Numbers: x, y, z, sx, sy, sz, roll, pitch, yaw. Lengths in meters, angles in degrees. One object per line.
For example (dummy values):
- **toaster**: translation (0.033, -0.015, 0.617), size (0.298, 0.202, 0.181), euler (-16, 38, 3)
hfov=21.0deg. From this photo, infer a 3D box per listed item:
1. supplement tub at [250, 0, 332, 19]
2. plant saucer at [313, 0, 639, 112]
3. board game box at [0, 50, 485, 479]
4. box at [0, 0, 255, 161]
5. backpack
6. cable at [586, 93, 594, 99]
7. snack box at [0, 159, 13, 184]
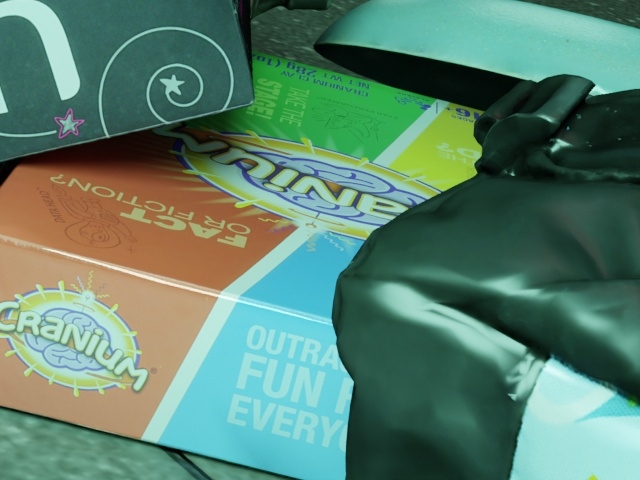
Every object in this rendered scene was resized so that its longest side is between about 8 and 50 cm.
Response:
- **supplement tub**: translation (-0.091, -0.147, 0.806), size (0.198, 0.106, 0.106), euler (3, 22, -5)
- **plant saucer**: translation (0.154, -0.079, 0.929), size (0.318, 0.043, 0.317), euler (16, 0, 0)
- **board game box**: translation (0.000, 0.000, 0.729), size (0.242, 0.064, 0.316), euler (14, 20, -2)
- **box**: translation (-0.158, -0.108, 0.672), size (0.247, 0.142, 0.163), euler (-14, 22, 3)
- **backpack**: translation (0.224, 0.084, 0.436), size (0.355, 0.273, 0.290), euler (7, 21, 37)
- **cable**: translation (0.166, 0.016, 0.747), size (0.184, 0.047, 0.150), euler (42, 13, -21)
- **snack box**: translation (-0.172, -0.021, 0.725), size (0.064, 0.022, 0.178), euler (14, 20, -6)
